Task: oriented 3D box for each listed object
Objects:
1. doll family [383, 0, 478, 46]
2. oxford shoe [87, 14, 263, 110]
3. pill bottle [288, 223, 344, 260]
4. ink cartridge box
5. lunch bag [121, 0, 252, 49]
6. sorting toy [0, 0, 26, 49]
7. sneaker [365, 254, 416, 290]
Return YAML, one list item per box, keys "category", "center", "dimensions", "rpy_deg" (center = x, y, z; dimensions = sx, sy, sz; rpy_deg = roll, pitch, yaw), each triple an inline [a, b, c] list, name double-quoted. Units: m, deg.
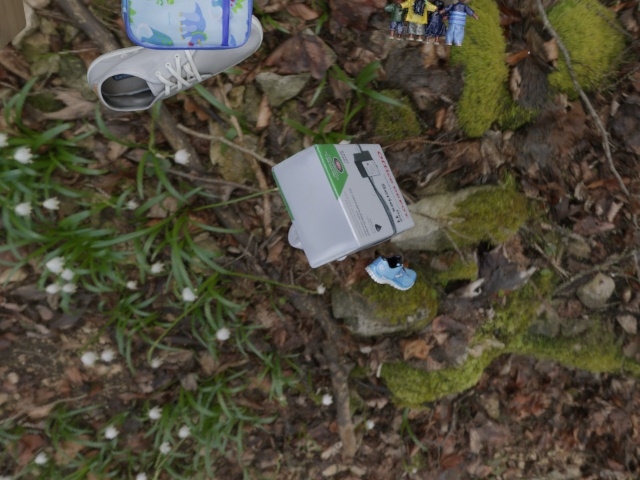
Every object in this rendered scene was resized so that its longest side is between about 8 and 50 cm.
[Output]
- category: "doll family"
  center: [0.233, -0.475, 1.188]
  dimensions: [0.193, 0.076, 0.111]
  rpy_deg: [3, 106, -13]
- category: "oxford shoe"
  center: [-0.348, -0.424, 1.369]
  dimensions: [0.450, 0.130, 0.169]
  rpy_deg: [-18, 145, 3]
- category: "pill bottle"
  center: [0.000, 0.000, 1.142]
  dimensions: [0.120, 0.067, 0.067]
  rpy_deg: [24, 122, -34]
- category: "ink cartridge box"
  center: [0.042, -0.060, 0.833]
  dimensions: [0.087, 0.208, 0.153]
  rpy_deg: [-25, 86, 31]
- category: "lunch bag"
  center: [-0.169, -0.361, 0.725]
  dimensions: [0.176, 0.090, 0.218]
  rpy_deg: [-3, 121, -20]
- category: "sorting toy"
  center: [-0.861, -0.623, 1.419]
  dimensions: [0.090, 0.255, 0.257]
  rpy_deg: [10, 133, -5]
- category: "sneaker"
  center: [0.186, 0.073, 1.363]
  dimensions: [0.073, 0.162, 0.063]
  rpy_deg: [-53, 49, 22]
